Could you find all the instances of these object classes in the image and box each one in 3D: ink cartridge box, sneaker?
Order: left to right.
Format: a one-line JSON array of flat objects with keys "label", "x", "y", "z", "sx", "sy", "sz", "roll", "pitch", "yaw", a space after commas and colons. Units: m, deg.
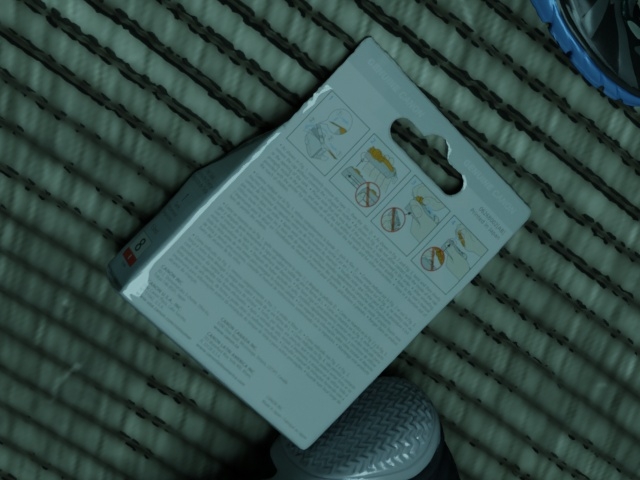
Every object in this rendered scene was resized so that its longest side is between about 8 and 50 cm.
[{"label": "sneaker", "x": -0.022, "y": 0.200, "z": 0.908, "sx": 0.268, "sy": 0.101, "sz": 0.153, "roll": -33, "pitch": 117, "yaw": 9}, {"label": "ink cartridge box", "x": 0.000, "y": 0.000, "z": 0.840, "sx": 0.179, "sy": 0.045, "sz": 0.145, "roll": -47, "pitch": 117, "yaw": -1}, {"label": "sneaker", "x": 0.128, "y": -0.139, "z": 0.747, "sx": 0.078, "sy": 0.067, "sz": 0.188, "roll": -26, "pitch": 118, "yaw": 15}]
